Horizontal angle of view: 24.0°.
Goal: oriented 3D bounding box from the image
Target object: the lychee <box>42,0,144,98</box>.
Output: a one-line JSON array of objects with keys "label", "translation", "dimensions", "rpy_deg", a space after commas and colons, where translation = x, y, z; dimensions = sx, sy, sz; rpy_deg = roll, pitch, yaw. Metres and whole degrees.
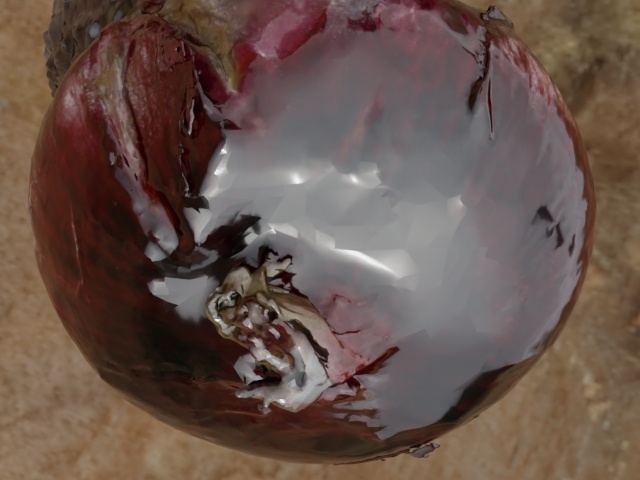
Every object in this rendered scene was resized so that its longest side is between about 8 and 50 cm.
[{"label": "lychee", "translation": [-0.050, -0.115, 1.046], "dimensions": [0.300, 0.300, 0.300], "rpy_deg": [-16, 114, -41]}]

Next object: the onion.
[{"label": "onion", "translation": [0.000, 0.000, 0.805], "dimensions": [0.314, 0.232, 0.314], "rpy_deg": [-3, 128, -3]}]
